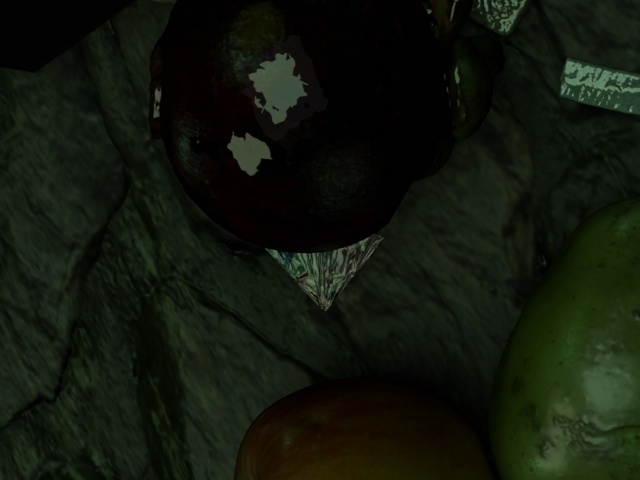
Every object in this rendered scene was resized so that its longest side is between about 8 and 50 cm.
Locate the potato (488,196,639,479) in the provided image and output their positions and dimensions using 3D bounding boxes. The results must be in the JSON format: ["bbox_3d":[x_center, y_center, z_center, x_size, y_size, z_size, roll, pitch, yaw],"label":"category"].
[{"bbox_3d":[0.264,0.118,0.804,0.216,0.216,0.304,29,100,14],"label":"potato"}]

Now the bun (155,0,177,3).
[{"bbox_3d":[-0.154,-0.354,0.952,0.222,0.127,0.222,2,101,8],"label":"bun"}]

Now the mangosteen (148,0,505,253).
[{"bbox_3d":[-0.003,-0.135,0.841,0.311,0.311,0.311,2,95,19],"label":"mangosteen"}]

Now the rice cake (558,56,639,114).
[{"bbox_3d":[0.344,-0.130,0.843,0.245,0.042,0.045,11,101,17],"label":"rice cake"}]

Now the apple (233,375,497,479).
[{"bbox_3d":[0.062,0.270,0.859,0.302,0.301,0.301,2,95,19],"label":"apple"}]

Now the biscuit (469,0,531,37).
[{"bbox_3d":[0.129,-0.297,0.902,0.199,0.040,0.121,33,106,12],"label":"biscuit"}]

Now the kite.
[{"bbox_3d":[0.000,0.000,0.989,0.139,0.011,0.156,-5,94,16],"label":"kite"}]

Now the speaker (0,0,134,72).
[{"bbox_3d":[-0.361,-0.333,0.963,0.184,0.232,0.254,-28,86,17],"label":"speaker"}]
